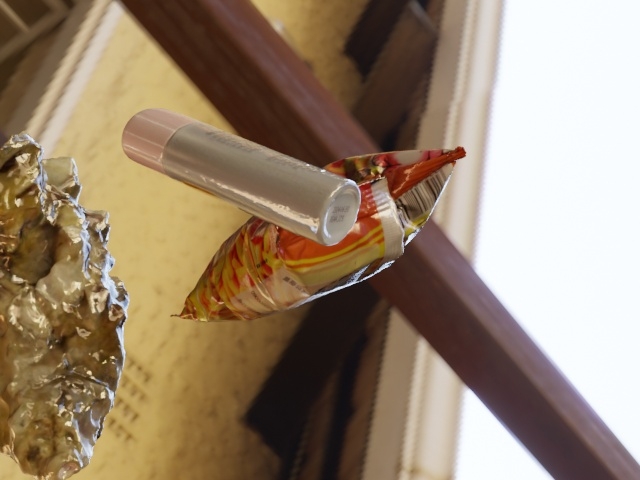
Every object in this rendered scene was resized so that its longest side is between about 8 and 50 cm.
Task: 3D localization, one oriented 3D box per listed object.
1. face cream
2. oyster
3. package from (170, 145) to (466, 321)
[{"bbox_3d":[-0.066,-0.055,1.150,0.198,0.084,0.057,22,-80,26],"label":"face cream"},{"bbox_3d":[-0.272,0.076,1.409,0.115,0.238,0.351,-19,-118,33],"label":"oyster"},{"bbox_3d":[-0.006,0.003,1.321,0.223,0.108,0.288,-28,176,-28],"label":"package"}]
